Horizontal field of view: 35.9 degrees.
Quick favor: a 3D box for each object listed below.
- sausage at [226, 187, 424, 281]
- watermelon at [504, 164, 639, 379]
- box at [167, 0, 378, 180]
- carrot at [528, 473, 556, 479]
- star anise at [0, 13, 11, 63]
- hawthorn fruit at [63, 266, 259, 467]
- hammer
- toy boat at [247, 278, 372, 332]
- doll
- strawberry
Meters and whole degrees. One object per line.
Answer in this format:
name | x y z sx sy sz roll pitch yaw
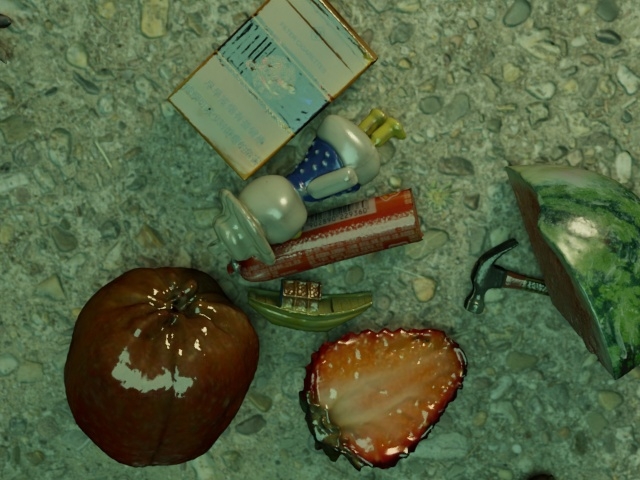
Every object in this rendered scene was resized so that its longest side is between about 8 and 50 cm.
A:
sausage | 0.000 0.000 1.329 0.274 0.074 0.074 -15 102 8
watermelon | 0.342 0.009 1.246 0.176 0.256 0.260 -19 98 39
box | -0.061 -0.212 1.287 0.237 0.070 0.152 -42 96 11
carrot | 0.275 0.410 1.415 0.060 0.060 0.186 38 105 -5
star anise | -0.489 -0.292 1.303 0.181 0.061 0.204 -19 104 3
hawthorn fruit | -0.207 0.167 1.302 0.258 0.258 0.261 -4 114 5
hammer | 0.347 0.074 1.341 0.288 0.033 0.111 13 105 1
toy boat | -0.015 0.085 1.355 0.172 0.065 0.066 5 114 -5
doll | -0.022 -0.069 1.270 0.293 0.138 0.119 -36 121 -9
strawberry | 0.083 0.205 1.366 0.236 0.111 0.190 -24 90 -14
